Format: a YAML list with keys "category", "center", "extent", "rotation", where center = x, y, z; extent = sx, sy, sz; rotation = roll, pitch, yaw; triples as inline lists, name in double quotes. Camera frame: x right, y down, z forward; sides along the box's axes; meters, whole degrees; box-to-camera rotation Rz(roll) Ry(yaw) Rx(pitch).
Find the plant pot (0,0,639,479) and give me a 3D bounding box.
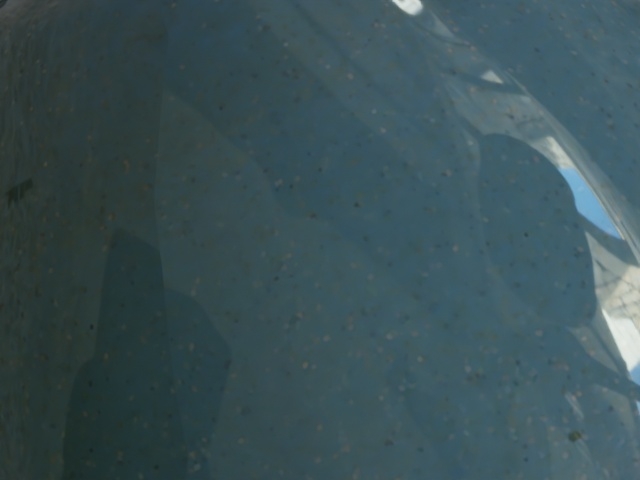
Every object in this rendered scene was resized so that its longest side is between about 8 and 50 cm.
- category: "plant pot"
  center: [0.000, 0.000, 0.446]
  extent: [0.290, 0.290, 0.195]
  rotation: [-39, 111, -47]
